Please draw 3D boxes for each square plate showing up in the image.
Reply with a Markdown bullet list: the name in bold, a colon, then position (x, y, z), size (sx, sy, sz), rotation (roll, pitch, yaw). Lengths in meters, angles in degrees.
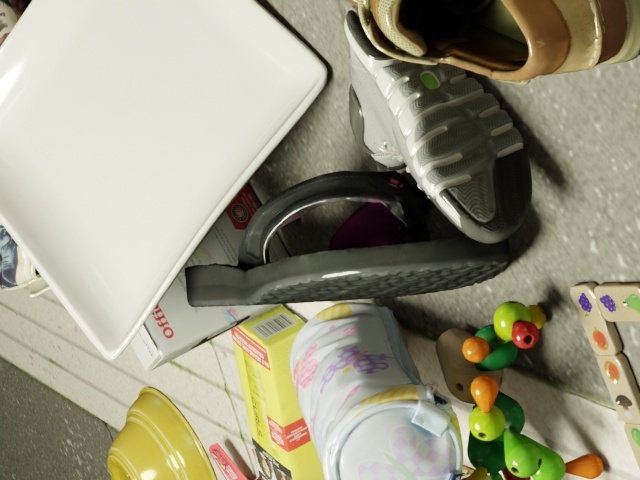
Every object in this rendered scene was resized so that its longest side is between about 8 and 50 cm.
- **square plate**: position (-0.183, -0.122, 1.554), size (0.347, 0.049, 0.344), rotation (-52, 58, 15)

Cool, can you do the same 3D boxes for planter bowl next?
- **planter bowl**: position (-0.226, 0.315, 2.193), size (0.217, 0.090, 0.217), rotation (42, 147, 36)

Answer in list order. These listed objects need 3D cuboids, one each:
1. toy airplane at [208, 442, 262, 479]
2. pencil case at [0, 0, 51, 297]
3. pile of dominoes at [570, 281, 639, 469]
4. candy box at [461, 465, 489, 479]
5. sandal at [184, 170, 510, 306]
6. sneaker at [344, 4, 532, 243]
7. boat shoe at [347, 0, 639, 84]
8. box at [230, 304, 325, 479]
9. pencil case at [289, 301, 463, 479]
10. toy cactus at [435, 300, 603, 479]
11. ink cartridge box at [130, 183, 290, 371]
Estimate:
- **toy airplane**: position (-0.083, 0.299, 1.979), size (0.151, 0.028, 0.151), rotation (42, 148, 35)
- **pencil case**: position (-0.383, -0.140, 1.974), size (0.183, 0.160, 0.410), rotation (-139, 30, -70)
- **pile of dominoes**: position (0.270, 0.149, 1.161), size (0.196, 0.040, 0.251), rotation (-6, 108, 63)
- **candy box**: position (0.125, 0.261, 1.459), size (0.187, 0.109, 0.053), rotation (14, 126, 57)
- **sandal**: position (-0.003, 0.000, 1.405), size (0.446, 0.167, 0.107), rotation (-8, 85, 60)
- **sneaker**: position (0.086, -0.074, 1.265), size (0.132, 0.086, 0.228), rotation (103, 145, -60)
- **boat shoe**: position (0.083, -0.182, 1.109), size (0.324, 0.120, 0.122), rotation (24, 134, 53)
- **box**: position (-0.039, 0.177, 1.746), size (0.087, 0.058, 0.232), rotation (36, 143, 46)
- **pencil case**: position (0.043, 0.141, 1.392), size (0.273, 0.113, 0.124), rotation (-121, 48, -74)
- **toy cactus**: position (0.149, 0.126, 1.329), size (0.180, 0.112, 0.219), rotation (-121, 15, -57)
- **ink cartridge box**: position (-0.127, 0.036, 1.642), size (0.127, 0.175, 0.072), rotation (61, 155, 7)
